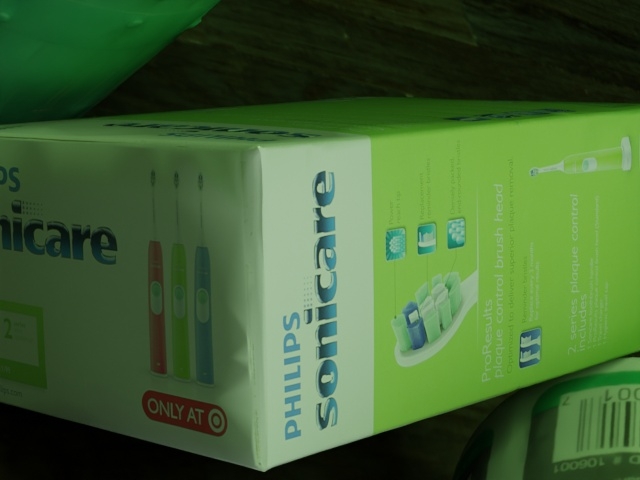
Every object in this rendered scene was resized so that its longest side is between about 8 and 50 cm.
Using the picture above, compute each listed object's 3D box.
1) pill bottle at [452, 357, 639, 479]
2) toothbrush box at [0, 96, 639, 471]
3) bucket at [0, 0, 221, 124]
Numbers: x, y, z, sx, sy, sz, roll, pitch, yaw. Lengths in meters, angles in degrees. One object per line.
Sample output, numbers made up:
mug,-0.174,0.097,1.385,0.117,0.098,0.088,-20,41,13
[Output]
pill bottle,0.130,0.229,0.604,0.204,0.204,0.361,39,33,-12
toothbrush box,0.000,0.000,0.674,0.283,0.206,0.122,-8,101,-47
bucket,-0.158,-0.190,0.716,0.281,0.183,0.281,25,46,-28
